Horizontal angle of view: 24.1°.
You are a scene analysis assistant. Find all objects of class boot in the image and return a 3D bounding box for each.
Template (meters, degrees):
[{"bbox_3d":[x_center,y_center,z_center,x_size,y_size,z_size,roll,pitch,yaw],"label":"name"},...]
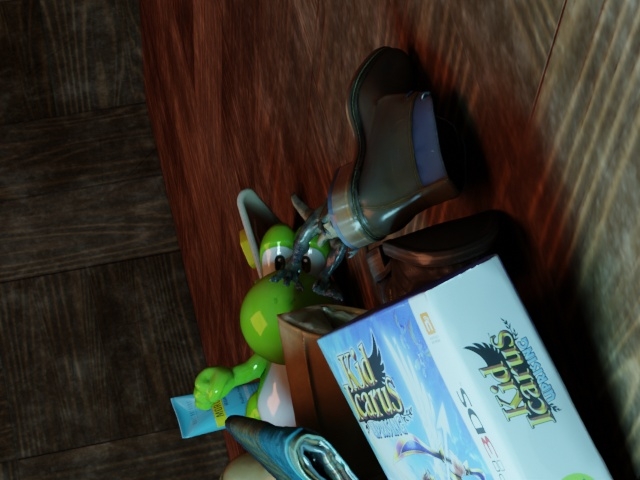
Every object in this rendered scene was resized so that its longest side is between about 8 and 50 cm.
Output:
[{"bbox_3d":[0.115,0.101,1.190,0.263,0.091,0.229,141,113,-83],"label":"boot"},{"bbox_3d":[-0.018,0.191,1.680,0.089,0.236,0.269,-56,-35,-52],"label":"boot"},{"bbox_3d":[0.079,-0.091,1.232,0.082,0.106,0.219,46,-140,-35],"label":"boot"}]

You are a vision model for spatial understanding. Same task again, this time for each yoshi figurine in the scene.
[{"bbox_3d":[-0.035,0.164,1.792,0.203,0.204,0.362,32,131,55],"label":"yoshi figurine"}]

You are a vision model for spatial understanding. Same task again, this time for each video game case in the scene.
[{"bbox_3d":[0.107,0.150,1.048,0.244,0.061,0.269,64,162,3],"label":"video game case"}]

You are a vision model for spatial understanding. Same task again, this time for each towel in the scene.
[{"bbox_3d":[0.030,0.274,1.490,0.271,0.040,0.370,46,169,-6],"label":"towel"}]

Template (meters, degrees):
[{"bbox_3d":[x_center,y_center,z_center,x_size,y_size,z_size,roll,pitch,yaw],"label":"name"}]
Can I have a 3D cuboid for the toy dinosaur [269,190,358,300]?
[{"bbox_3d":[0.000,0.000,1.654,0.268,0.064,0.118,179,110,-73],"label":"toy dinosaur"}]

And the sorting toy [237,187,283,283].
[{"bbox_3d":[-0.060,0.056,2.000,0.193,0.038,0.208,49,-155,-62],"label":"sorting toy"}]

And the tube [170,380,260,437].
[{"bbox_3d":[-0.101,0.227,2.099,0.080,0.207,0.052,-117,19,-54],"label":"tube"}]
